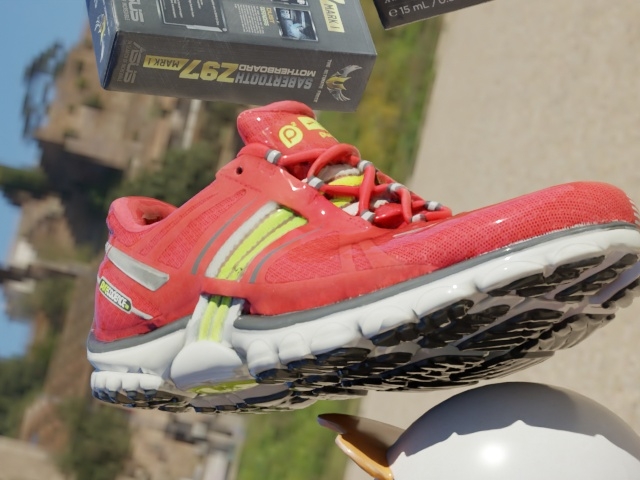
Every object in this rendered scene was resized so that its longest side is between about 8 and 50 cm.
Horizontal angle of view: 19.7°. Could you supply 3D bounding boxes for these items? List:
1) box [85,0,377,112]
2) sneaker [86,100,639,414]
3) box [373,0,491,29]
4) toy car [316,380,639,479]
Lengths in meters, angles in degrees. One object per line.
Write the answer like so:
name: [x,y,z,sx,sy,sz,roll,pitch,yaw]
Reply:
box: [-0.074,-0.191,1.290,0.059,0.183,0.233,112,153,-43]
sneaker: [0.000,0.000,0.715,0.279,0.107,0.118,-12,76,42]
box: [0.093,-0.244,1.225,0.093,0.156,0.158,-78,-30,-57]
toy car: [0.104,0.125,0.666,0.219,0.238,0.210,-57,-25,12]
